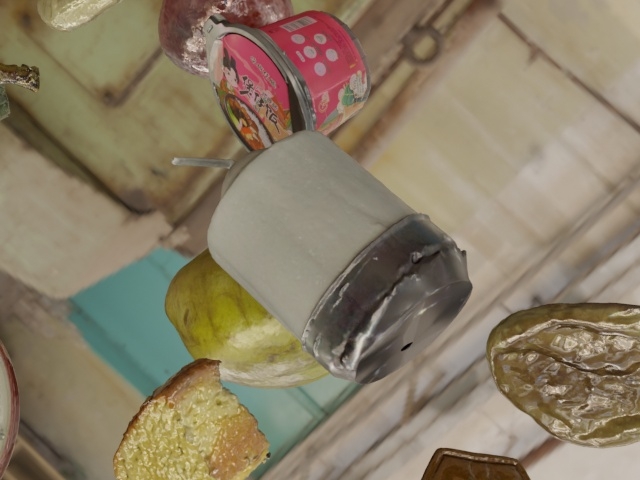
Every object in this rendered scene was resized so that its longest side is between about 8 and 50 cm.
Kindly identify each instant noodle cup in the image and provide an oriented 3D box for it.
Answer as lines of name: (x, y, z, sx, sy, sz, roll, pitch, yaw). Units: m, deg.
instant noodle cup: (-0.036, -0.261, 1.776, 0.181, 0.302, 0.258, -31, -170, -27)

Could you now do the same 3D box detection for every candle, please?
candle: (0.000, 0.000, 1.324, 0.221, 0.342, 0.221, -39, 159, -19)

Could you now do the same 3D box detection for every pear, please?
pear: (-0.087, 0.107, 1.726, 0.269, 0.321, 0.269, 10, 90, -75)

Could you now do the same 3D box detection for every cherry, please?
cherry: (-0.186, -0.408, 1.983, 0.213, 0.285, 0.236, -57, 174, -50)

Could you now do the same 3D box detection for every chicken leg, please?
chicken leg: (-0.423, -0.211, 1.309, 0.093, 0.178, 0.070, -168, -92, -77)

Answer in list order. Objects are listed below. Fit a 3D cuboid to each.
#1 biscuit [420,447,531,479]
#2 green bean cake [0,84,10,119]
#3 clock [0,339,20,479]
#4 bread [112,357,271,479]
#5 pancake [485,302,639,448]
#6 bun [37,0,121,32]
biscuit: (0.223, 0.394, 1.529, 0.034, 0.182, 0.215, 110, -13, -52)
green bean cake: (-0.597, -0.268, 1.773, 0.181, 0.173, 0.094, 3, -154, 34)
clock: (-0.496, 0.194, 1.217, 0.318, 0.318, 0.080, -47, 171, -13)
bread: (-0.109, 0.171, 0.896, 0.065, 0.103, 0.187, -36, 172, -41)
pancake: (0.367, 0.179, 1.445, 0.294, 0.294, 0.049, -48, -164, 42)
bun: (-0.418, -0.451, 1.934, 0.188, 0.111, 0.164, -30, -142, 11)
